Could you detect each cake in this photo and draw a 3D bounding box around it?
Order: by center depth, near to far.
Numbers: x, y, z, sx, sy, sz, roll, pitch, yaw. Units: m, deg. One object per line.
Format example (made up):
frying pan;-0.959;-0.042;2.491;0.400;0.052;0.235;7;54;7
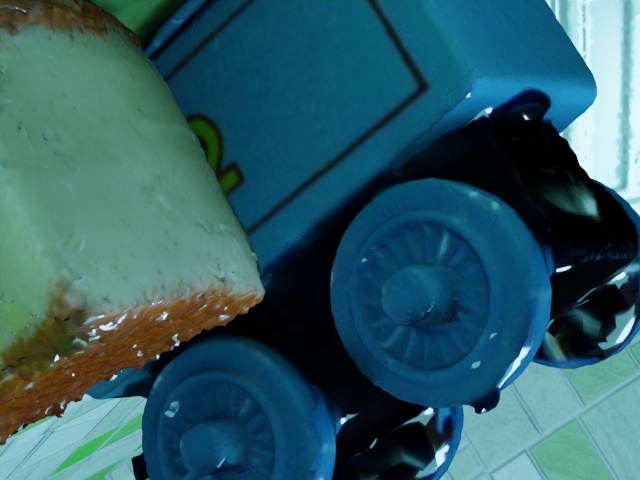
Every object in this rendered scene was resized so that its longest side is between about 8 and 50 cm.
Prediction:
cake;-0.176;0.018;0.652;0.262;0.158;0.159;-31;167;4

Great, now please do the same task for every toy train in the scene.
toy train;0.000;0.000;0.797;0.300;0.265;0.188;-39;162;30

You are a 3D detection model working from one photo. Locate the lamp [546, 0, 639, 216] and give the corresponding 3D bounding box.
lamp;0.253;-0.120;1.022;0.266;0.047;0.269;-13;130;-5
